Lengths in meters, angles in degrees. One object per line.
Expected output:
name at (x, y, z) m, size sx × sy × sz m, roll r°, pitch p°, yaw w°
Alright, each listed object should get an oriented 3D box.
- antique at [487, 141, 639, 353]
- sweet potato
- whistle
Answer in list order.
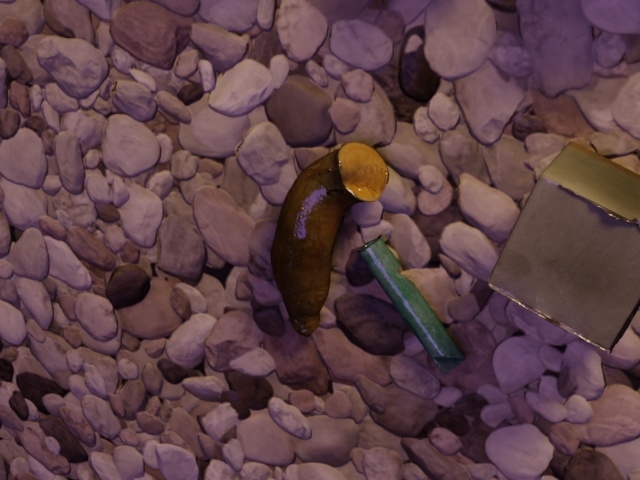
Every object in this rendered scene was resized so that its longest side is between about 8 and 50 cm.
antique at (0.283, 0.001, 1.093) m, size 0.152 × 0.148 × 0.146 m, roll 29°, pitch 121°, yaw 13°
sweet potato at (-0.003, 0.003, 1.278) m, size 0.112 × 0.085 × 0.285 m, roll 24°, pitch 121°, yaw 11°
whistle at (0.112, 0.079, 1.283) m, size 0.039 × 0.039 × 0.186 m, roll -32°, pitch 95°, yaw 34°
